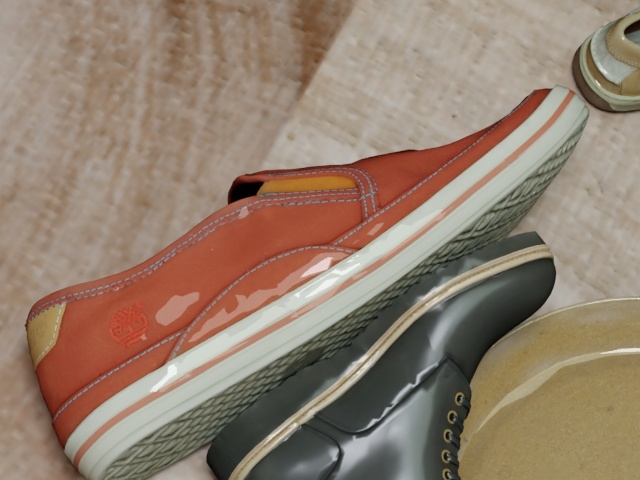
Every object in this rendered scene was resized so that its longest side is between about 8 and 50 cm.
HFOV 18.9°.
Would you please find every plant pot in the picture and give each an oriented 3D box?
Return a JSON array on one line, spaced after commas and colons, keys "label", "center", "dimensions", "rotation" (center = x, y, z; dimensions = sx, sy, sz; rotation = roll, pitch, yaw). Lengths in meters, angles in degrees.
[{"label": "plant pot", "center": [0.162, 0.138, 0.953], "dimensions": [0.236, 0.032, 0.236], "rotation": [-2, 59, 3]}]

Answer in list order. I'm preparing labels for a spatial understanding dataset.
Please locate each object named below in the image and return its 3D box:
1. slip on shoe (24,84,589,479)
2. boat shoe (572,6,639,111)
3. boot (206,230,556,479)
[{"label": "slip on shoe", "center": [0.000, 0.000, 0.960], "dimensions": [0.331, 0.123, 0.101], "rotation": [-30, 74, -20]}, {"label": "boat shoe", "center": [0.240, -0.122, 1.101], "dimensions": [0.190, 0.072, 0.068], "rotation": [-20, 73, -23]}, {"label": "boot", "center": [0.063, 0.101, 0.931], "dimensions": [0.198, 0.077, 0.137], "rotation": [-38, 69, -4]}]
